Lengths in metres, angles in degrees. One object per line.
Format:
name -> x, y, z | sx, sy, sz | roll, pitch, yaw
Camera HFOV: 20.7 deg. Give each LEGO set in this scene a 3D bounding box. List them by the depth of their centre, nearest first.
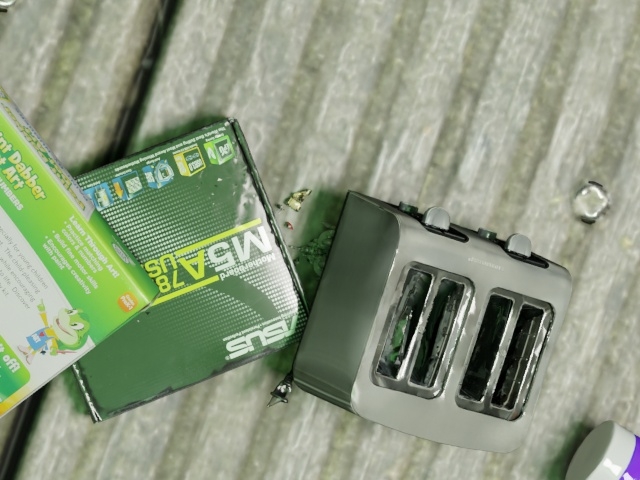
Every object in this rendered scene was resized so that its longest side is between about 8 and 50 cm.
LEGO set -> -0.003, 0.001, 1.376 | 0.083, 0.023, 0.054 | 43, 88, -7

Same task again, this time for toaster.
toaster -> 0.079, 0.069, 1.327 | 0.168, 0.110, 0.185 | 18, 91, -27

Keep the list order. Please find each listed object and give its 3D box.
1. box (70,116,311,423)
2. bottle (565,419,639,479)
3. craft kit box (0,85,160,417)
box -> -0.120, 0.022, 1.353 | 0.191, 0.045, 0.184 | -21, 94, -5
bottle -> 0.325, 0.243, 1.381 | 0.283, 0.118, 0.092 | 33, 96, -8
craft kit box -> -0.291, 0.017, 1.300 | 0.247, 0.061, 0.250 | -36, 94, 10
